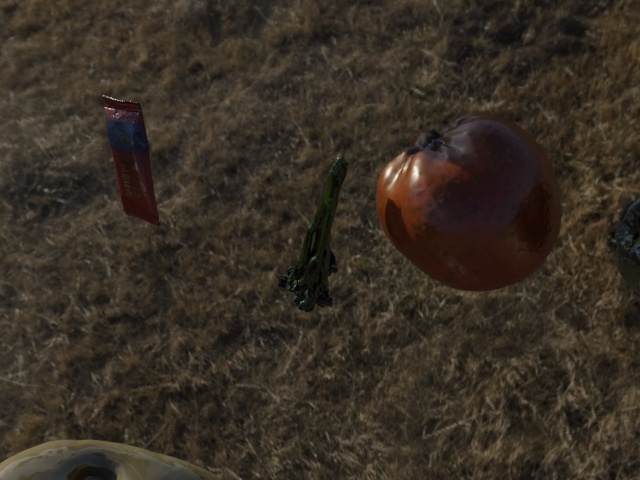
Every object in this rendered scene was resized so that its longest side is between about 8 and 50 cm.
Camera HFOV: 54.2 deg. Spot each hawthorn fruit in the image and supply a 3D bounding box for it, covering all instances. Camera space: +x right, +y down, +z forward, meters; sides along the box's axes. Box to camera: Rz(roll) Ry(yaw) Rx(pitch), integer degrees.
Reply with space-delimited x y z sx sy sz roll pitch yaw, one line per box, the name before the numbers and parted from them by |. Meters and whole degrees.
hawthorn fruit | 0.153 -0.036 0.634 0.189 0.189 0.189 -5 51 6

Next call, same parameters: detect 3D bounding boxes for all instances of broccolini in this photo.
broccolini | 0.010 -0.004 0.667 0.058 0.201 0.074 -8 49 -36

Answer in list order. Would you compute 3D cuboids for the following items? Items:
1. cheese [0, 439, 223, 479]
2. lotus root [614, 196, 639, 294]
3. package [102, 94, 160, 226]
cheese | -0.155 0.254 0.441 0.235 0.117 0.218 33 34 10
lotus root | 0.420 0.046 0.559 0.322 0.140 0.158 24 17 -9
package | -0.290 -0.119 0.958 0.083 0.201 0.022 14 32 29
